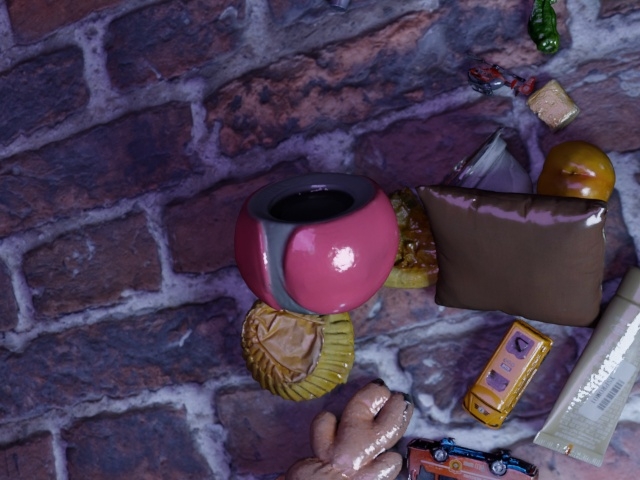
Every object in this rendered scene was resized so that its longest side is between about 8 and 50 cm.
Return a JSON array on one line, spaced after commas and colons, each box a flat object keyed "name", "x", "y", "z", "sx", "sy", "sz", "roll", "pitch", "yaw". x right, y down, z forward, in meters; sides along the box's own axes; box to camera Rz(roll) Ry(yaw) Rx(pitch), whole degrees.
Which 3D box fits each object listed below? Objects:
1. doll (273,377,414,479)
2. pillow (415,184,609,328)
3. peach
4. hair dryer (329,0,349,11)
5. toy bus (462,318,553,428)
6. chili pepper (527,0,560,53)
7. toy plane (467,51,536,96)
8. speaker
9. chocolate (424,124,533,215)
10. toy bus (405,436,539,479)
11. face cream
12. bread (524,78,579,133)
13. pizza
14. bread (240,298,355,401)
[{"name": "doll", "x": 0.064, "y": 0.409, "z": 1.722, "sx": 0.201, "sy": 0.156, "sz": 0.303, "roll": 28, "pitch": 67, "yaw": 31}, {"name": "pillow", "x": 0.325, "y": 0.028, "z": 1.559, "sx": 0.305, "sy": 0.308, "sz": 0.108, "roll": 8, "pitch": 50, "yaw": 22}, {"name": "peach", "x": 0.441, "y": -0.104, "z": 1.592, "sx": 0.138, "sy": 0.138, "sz": 0.138, "roll": -2, "pitch": 84, "yaw": 23}, {"name": "hair dryer", "x": 0.011, "y": -0.502, "z": 1.871, "sx": 0.114, "sy": 0.037, "sz": 0.063, "roll": 14, "pitch": 89, "yaw": 31}, {"name": "toy bus", "x": 0.323, "y": 0.237, "z": 1.630, "sx": 0.083, "sy": 0.088, "sz": 0.194, "roll": 33, "pitch": 98, "yaw": 22}, {"name": "chili pepper", "x": 0.421, "y": -0.428, "z": 1.676, "sx": 0.073, "sy": 0.050, "sz": 0.182, "roll": 20, "pitch": 90, "yaw": 31}, {"name": "toy plane", "x": 0.326, "y": -0.298, "z": 1.711, "sx": 0.145, "sy": 0.037, "sz": 0.060, "roll": 26, "pitch": 85, "yaw": 28}, {"name": "speaker", "x": 0.000, "y": 0.000, "z": 1.633, "sx": 0.294, "sy": 0.294, "sz": 0.294, "roll": -2, "pitch": 84, "yaw": 23}, {"name": "chocolate", "x": 0.293, "y": -0.083, "z": 1.640, "sx": 0.221, "sy": 0.221, "sz": 0.147, "roll": -43, "pitch": 87, "yaw": 14}, {"name": "toy bus", "x": 0.267, "y": 0.414, "z": 1.650, "sx": 0.235, "sy": 0.073, "sz": 0.096, "roll": 7, "pitch": 94, "yaw": 23}, {"name": "face cream", "x": 0.487, "y": 0.211, "z": 1.563, "sx": 0.137, "sy": 0.084, "sz": 0.341, "roll": 22, "pitch": 95, "yaw": -15}, {"name": "bread", "x": 0.419, "y": -0.242, "z": 1.666, "sx": 0.070, "sy": 0.035, "sz": 0.083, "roll": -44, "pitch": 77, "yaw": 14}, {"name": "pizza", "x": 0.144, "y": -0.008, "z": 1.749, "sx": 0.292, "sy": 0.058, "sz": 0.197, "roll": 15, "pitch": 91, "yaw": 24}, {"name": "bread", "x": -0.055, "y": 0.192, "z": 1.773, "sx": 0.240, "sy": 0.139, "sz": 0.240, "roll": -4, "pitch": 81, "yaw": 25}]
